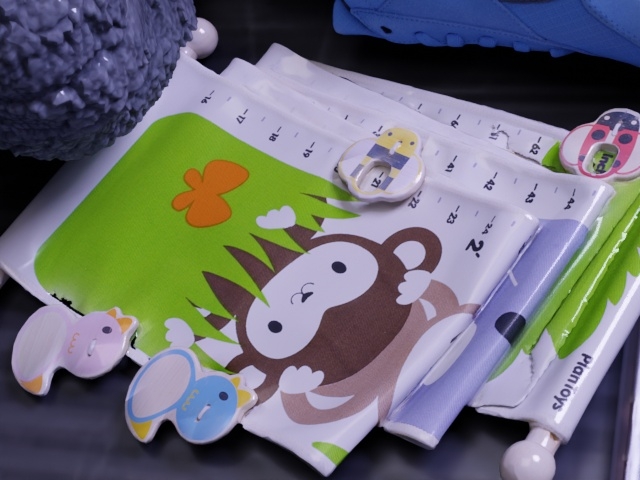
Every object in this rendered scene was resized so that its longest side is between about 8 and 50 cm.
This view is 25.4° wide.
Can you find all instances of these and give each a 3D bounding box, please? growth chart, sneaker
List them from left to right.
[{"bbox_3d":[0.000,0.000,0.476,0.237,0.021,0.172,15,61,27],"label":"growth chart"},{"bbox_3d":[0.059,-0.096,0.508,0.209,0.082,0.069,31,24,17],"label":"sneaker"}]

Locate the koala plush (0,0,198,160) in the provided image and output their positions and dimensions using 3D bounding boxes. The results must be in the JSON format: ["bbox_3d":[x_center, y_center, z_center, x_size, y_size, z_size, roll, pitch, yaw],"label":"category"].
[{"bbox_3d":[-0.172,-0.100,0.487,0.221,0.196,0.203,-16,53,9],"label":"koala plush"}]
